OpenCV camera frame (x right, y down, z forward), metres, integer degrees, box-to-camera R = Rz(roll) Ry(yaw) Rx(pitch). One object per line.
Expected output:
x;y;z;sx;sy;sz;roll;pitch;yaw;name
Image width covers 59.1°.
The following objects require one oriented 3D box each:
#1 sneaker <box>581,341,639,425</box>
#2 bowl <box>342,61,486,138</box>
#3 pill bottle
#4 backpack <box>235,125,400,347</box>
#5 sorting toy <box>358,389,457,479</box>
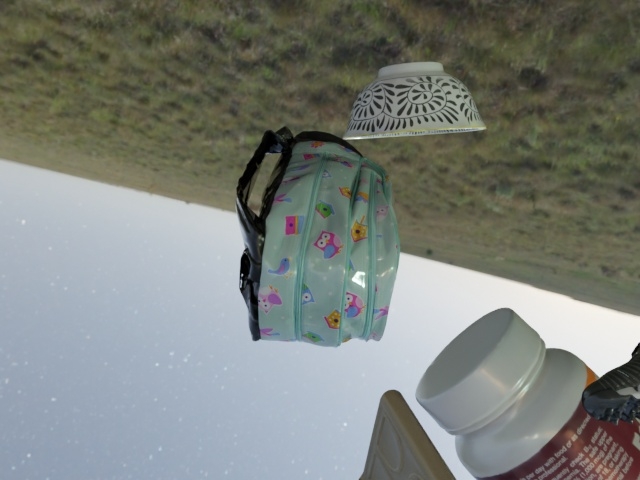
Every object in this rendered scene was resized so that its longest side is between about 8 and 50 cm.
0.363;0.108;0.577;0.234;0.106;0.078;-21;140;-1;sneaker
0.108;-0.165;0.668;0.170;0.080;0.170;-4;-171;1;bowl
0.337;0.296;0.789;0.392;0.224;0.224;45;-178;2;pill bottle
0.000;0.000;0.429;0.115;0.151;0.182;-1;-157;4;backpack
0.148;0.399;0.809;0.041;0.229;0.307;-2;-148;-23;sorting toy
